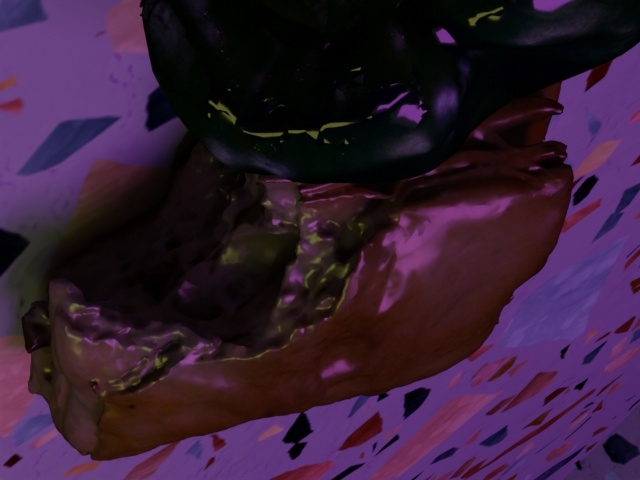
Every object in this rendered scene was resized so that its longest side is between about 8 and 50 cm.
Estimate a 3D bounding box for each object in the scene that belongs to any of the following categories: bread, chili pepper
[{"bbox_3d":[0.000,0.000,1.036,0.370,0.191,0.314,-26,156,-25],"label":"bread"},{"bbox_3d":[0.039,-0.153,0.761,0.248,0.233,0.256,-27,170,15],"label":"chili pepper"}]
